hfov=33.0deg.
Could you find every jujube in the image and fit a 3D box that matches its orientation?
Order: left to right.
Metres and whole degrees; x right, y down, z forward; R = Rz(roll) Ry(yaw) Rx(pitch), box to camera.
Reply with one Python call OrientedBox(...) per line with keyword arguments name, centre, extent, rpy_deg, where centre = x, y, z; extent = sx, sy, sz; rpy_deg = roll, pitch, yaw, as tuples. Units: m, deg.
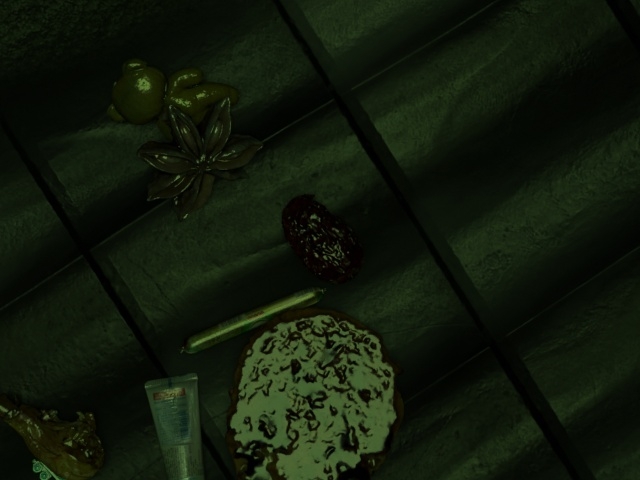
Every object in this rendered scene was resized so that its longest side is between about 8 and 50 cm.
OrientedBox(name="jujube", centre=(-0.003, 0.003, 1.800), extent=(0.166, 0.104, 0.104), rpy_deg=(44, 86, 10))

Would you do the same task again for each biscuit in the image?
OrientedBox(name="biscuit", centre=(-0.011, 0.280, 1.799), extent=(0.290, 0.081, 0.334), rpy_deg=(19, 84, -3))

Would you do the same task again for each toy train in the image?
OrientedBox(name="toy train", centre=(-0.439, 0.391, 1.790), extent=(0.045, 0.029, 0.092), rpy_deg=(-42, 91, -11))

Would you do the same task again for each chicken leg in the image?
OrientedBox(name="chicken leg", centre=(-0.441, 0.310, 1.762), extent=(0.207, 0.085, 0.101), rpy_deg=(35, 110, -1))

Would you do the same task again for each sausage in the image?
OrientedBox(name="sausage", centre=(-0.114, 0.133, 1.815), extent=(0.269, 0.033, 0.032), rpy_deg=(-22, 91, -4))

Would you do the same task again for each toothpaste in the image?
OrientedBox(name="toothpaste", centre=(-0.232, 0.343, 1.797), extent=(0.089, 0.057, 0.234), rpy_deg=(-9, 83, -6))

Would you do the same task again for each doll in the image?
OrientedBox(name="doll", centre=(-0.243, -0.236, 1.797), extent=(0.210, 0.097, 0.137), rpy_deg=(11, 120, -19))

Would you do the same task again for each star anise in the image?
OrientedBox(name="star anise", centre=(-0.208, -0.144, 1.765), extent=(0.212, 0.073, 0.197), rpy_deg=(-32, 129, -5))
